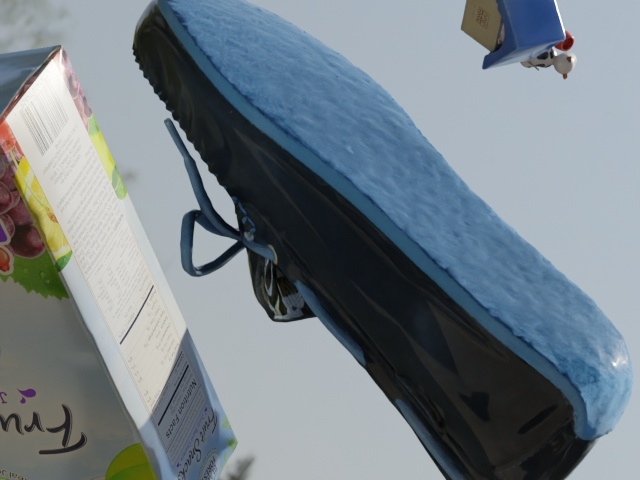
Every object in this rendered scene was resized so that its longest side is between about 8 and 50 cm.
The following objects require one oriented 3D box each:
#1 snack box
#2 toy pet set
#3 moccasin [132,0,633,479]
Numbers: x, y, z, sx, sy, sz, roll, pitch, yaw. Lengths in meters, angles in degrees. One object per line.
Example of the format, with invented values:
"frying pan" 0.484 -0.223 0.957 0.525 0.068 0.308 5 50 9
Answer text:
"snack box" -0.152 0.032 0.715 0.174 0.070 0.207 -6 -55 25
"toy pet set" 0.159 -0.162 1.173 0.065 0.114 0.122 43 -43 41
"moccasin" 0.000 0.000 0.865 0.137 0.117 0.342 -2 42 -44
